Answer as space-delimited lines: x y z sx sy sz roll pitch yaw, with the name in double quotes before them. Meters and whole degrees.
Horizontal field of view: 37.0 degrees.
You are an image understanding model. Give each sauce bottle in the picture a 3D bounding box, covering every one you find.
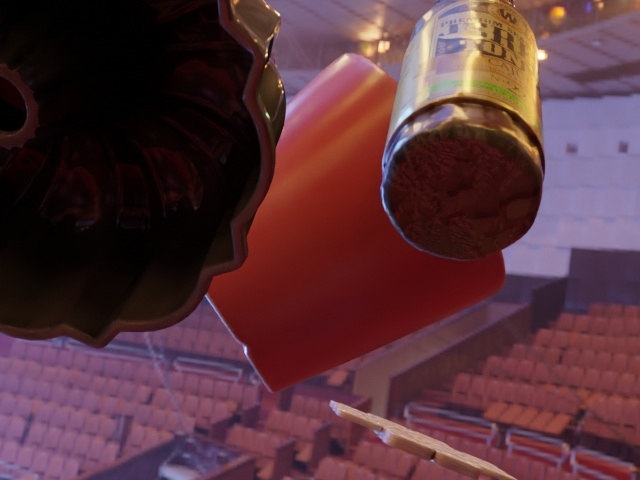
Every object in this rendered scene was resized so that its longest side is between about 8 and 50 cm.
"sauce bottle" 0.114 -0.125 0.743 0.112 0.111 0.344 4 36 6

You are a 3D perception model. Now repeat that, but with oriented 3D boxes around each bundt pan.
"bundt pan" -0.165 -0.104 0.587 0.331 0.330 0.124 6 30 16

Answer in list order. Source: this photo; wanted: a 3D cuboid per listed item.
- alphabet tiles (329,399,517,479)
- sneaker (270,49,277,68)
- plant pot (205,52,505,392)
"alphabet tiles" 0.146 0.304 1.427 0.278 0.021 0.284 22 -5 -2
"sneaker" -0.114 -0.182 1.148 0.068 0.170 0.071 30 -20 9
"plant pot" 0.000 0.000 0.917 0.243 0.275 0.275 -34 -3 -8
